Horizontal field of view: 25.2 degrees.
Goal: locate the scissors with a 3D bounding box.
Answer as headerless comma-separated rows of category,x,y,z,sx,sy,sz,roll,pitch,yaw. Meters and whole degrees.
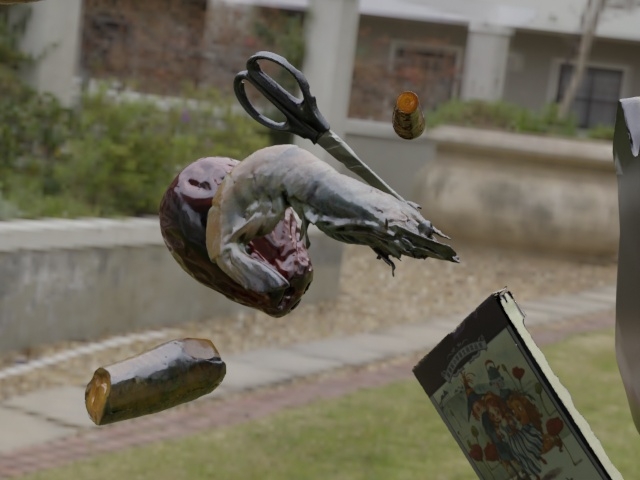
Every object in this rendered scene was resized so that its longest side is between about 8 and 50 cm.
scissors,0.014,-0.128,1.861,0.300,0.109,0.022,40,46,-4

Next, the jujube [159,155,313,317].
jujube,-0.106,-0.004,1.901,0.236,0.168,0.168,45,22,21

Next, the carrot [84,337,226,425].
carrot,-0.201,0.168,1.737,0.173,0.082,0.082,-12,15,-32

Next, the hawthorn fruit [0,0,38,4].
hawthorn fruit,-0.254,-0.267,1.105,0.251,0.199,0.199,-29,6,1

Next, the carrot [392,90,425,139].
carrot,0.079,-0.114,1.297,0.032,0.032,0.093,8,-8,7

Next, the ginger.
ginger,0.414,0.034,1.390,0.211,0.358,0.413,-6,7,-1

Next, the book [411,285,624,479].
book,0.166,0.169,1.148,0.026,0.231,0.157,-21,-18,-32

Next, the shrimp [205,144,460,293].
shrimp,0.000,0.000,1.518,0.296,0.169,0.058,26,-11,31
